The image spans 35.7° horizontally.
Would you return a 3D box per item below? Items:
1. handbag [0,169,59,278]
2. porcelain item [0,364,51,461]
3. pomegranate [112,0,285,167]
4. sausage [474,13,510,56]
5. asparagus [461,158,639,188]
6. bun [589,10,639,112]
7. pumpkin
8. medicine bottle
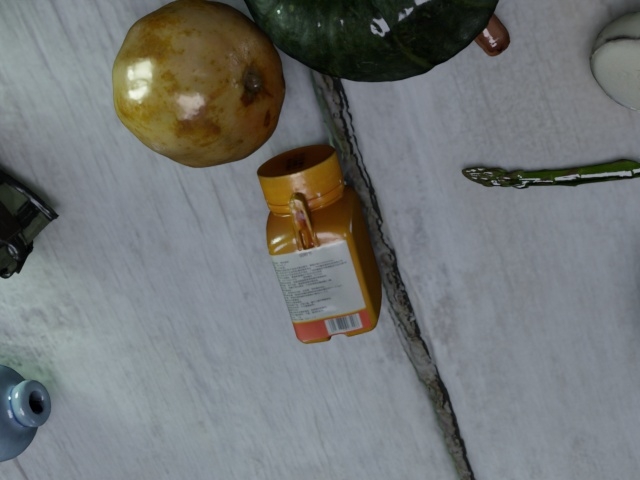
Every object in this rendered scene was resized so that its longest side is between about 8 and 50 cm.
[{"bbox_3d":[-0.517,-0.033,1.184,0.327,0.325,0.162,34,116,-8],"label":"handbag"},{"bbox_3d":[-0.509,0.258,1.424,0.259,0.141,0.141,-17,112,20],"label":"porcelain item"},{"bbox_3d":[-0.140,-0.177,1.151,0.207,0.207,0.207,2,114,4],"label":"pomegranate"},{"bbox_3d":[0.170,-0.295,1.163,0.047,0.040,0.176,-28,108,17],"label":"sausage"},{"bbox_3d":[0.297,-0.083,1.253,0.236,0.027,0.034,-3,134,7],"label":"asparagus"},{"bbox_3d":[0.389,-0.217,1.148,0.138,0.138,0.094,39,69,-12],"label":"bun"},{"bbox_3d":[0.052,-0.312,1.057,0.300,0.207,0.300,5,104,18],"label":"pumpkin"},{"bbox_3d":[-0.001,0.000,1.250,0.112,0.149,0.222,-13,112,11],"label":"medicine bottle"}]
